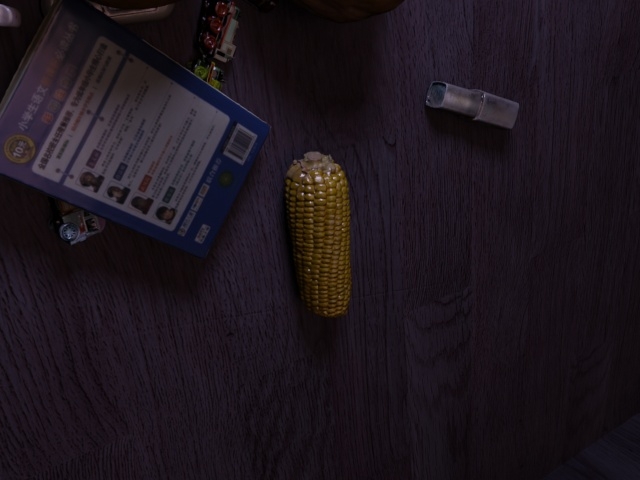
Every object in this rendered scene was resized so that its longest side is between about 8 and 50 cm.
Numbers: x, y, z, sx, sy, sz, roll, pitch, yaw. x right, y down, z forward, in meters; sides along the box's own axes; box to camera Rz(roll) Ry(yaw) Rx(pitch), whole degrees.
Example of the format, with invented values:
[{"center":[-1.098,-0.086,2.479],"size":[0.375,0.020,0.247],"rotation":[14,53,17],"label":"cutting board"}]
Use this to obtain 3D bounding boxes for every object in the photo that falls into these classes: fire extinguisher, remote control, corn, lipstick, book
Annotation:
[{"center":[-0.146,-0.482,1.065],"size":[0.064,0.043,0.158],"rotation":[-31,134,32],"label":"fire extinguisher"},{"center":[-0.346,-0.395,0.966],"size":[0.221,0.042,0.078],"rotation":[-20,118,-26],"label":"remote control"},{"center":[0.000,0.000,1.279],"size":[0.144,0.144,0.387],"rotation":[-16,115,-28],"label":"corn"},{"center":[0.375,-0.333,1.434],"size":[0.253,0.079,0.077],"rotation":[6,104,-35],"label":"lipstick"},{"center":[-0.306,-0.169,0.998],"size":[0.428,0.039,0.300],"rotation":[29,87,-42],"label":"book"}]

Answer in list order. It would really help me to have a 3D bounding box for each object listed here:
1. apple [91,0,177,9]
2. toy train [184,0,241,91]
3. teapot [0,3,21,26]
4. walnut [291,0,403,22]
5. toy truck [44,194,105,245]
[{"center":[-0.264,-0.499,0.790],"size":[0.364,0.364,0.364],"rotation":[-12,114,-29],"label":"apple"},{"center":[-0.207,-0.325,1.080],"size":[0.085,0.053,0.249],"rotation":[9,102,-43],"label":"toy train"},{"center":[-0.571,-0.324,0.784],"size":[0.300,0.166,0.208],"rotation":[-4,98,-22],"label":"teapot"},{"center":[0.017,-0.546,0.996],"size":[0.344,0.306,0.306],"rotation":[11,101,-37],"label":"walnut"},{"center":[-0.423,-0.089,1.011],"size":[0.115,0.080,0.177],"rotation":[-23,117,-35],"label":"toy truck"}]
